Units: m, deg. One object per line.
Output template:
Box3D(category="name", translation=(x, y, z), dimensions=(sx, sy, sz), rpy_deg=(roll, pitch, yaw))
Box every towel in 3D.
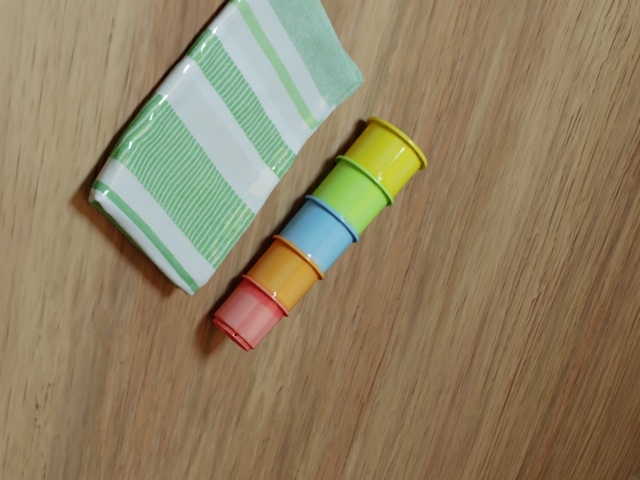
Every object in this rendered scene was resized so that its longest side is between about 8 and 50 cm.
Box3D(category="towel", translation=(-0.091, -0.117, 1.289), dimensions=(0.325, 0.038, 0.248), rpy_deg=(-52, 148, -10))

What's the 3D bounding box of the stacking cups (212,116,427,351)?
Box3D(category="stacking cups", translation=(0.000, 0.000, 1.460), dimensions=(0.316, 0.096, 0.096), rpy_deg=(-52, 148, -11))
